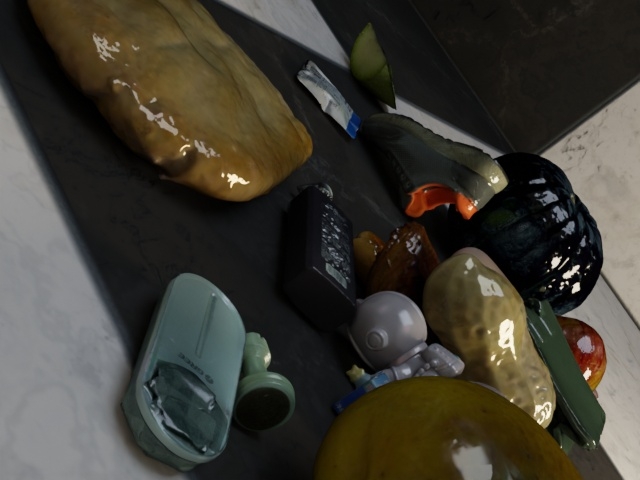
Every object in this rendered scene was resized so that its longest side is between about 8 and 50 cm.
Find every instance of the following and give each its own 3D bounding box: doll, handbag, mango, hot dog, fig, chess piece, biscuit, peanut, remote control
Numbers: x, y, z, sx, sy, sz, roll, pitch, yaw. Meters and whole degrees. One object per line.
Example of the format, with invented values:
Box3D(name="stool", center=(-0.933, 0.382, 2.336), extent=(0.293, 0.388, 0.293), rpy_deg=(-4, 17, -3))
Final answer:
Box3D(name="doll", center=(0.137, 0.185, 1.237), extent=(0.287, 0.151, 0.151), rpy_deg=(53, 20, 12))
Box3D(name="handbag", center=(0.387, 0.227, 1.622), extent=(0.260, 0.079, 0.247), rpy_deg=(65, 20, 8))
Box3D(name="mango", center=(0.177, 0.317, 0.953), extent=(0.445, 0.220, 0.301), rpy_deg=(40, 38, -27))
Box3D(name="hot dog", center=(0.094, 0.052, 1.486), extent=(0.140, 0.060, 0.090), rpy_deg=(46, 24, 2))
Box3D(name="fig", center=(0.452, 0.247, 1.795), extent=(0.175, 0.175, 0.207), rpy_deg=(46, 40, -15))
Box3D(name="chess piece", center=(-0.066, 0.140, 0.989), extent=(0.067, 0.067, 0.103), rpy_deg=(39, 15, -31))
Box3D(name="biscuit", center=(-0.196, -0.236, 1.273), extent=(0.429, 0.104, 0.446), rpy_deg=(51, 19, -4))
Box3D(name="peanut", center=(0.232, 0.152, 1.334), extent=(0.149, 0.149, 0.313), rpy_deg=(-87, 159, -60))
Box3D(name="hot dog", center=(0.135, 0.077, 1.382), extent=(0.160, 0.099, 0.226), rpy_deg=(-57, 138, -43))
Box3D(name="remote control", center=(-0.125, 0.119, 0.907), extent=(0.104, 0.052, 0.247), rpy_deg=(43, 22, -19))

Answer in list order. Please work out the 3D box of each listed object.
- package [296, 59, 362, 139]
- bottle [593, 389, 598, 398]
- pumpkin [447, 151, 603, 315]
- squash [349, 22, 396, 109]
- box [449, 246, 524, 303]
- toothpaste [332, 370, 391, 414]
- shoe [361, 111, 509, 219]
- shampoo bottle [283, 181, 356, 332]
Box3D(name="package", center=(0.021, -0.286, 1.934), extent=(0.173, 0.027, 0.171), rpy_deg=(49, 17, -11))
Box3D(name="bottle", center=(0.528, 0.283, 2.021), extent=(0.140, 0.053, 0.053), rpy_deg=(59, 21, 19))
Box3D(name="pumpkin", center=(0.434, -0.009, 2.009), extent=(0.363, 0.266, 0.363), rpy_deg=(48, 20, -24))
Box3D(name="squash", center=(0.120, -0.389, 2.277), extent=(0.184, 0.085, 0.192), rpy_deg=(73, 3, -46))
Box3D(name="box", center=(0.316, 0.104, 1.818), extent=(0.200, 0.088, 0.146), rpy_deg=(50, 23, -3))
Box3D(name="toothpaste", center=(0.118, 0.287, 1.123), extent=(0.272, 0.066, 0.053), rpy_deg=(56, 20, 11))
Box3D(name="shoe", center=(0.196, -0.129, 1.912), extent=(0.336, 0.171, 0.132), rpy_deg=(28, -11, 32))
Box3D(name="shampoo bottle", center=(0.001, 0.000, 1.344), extent=(0.098, 0.071, 0.309), rpy_deg=(43, 22, -21))
